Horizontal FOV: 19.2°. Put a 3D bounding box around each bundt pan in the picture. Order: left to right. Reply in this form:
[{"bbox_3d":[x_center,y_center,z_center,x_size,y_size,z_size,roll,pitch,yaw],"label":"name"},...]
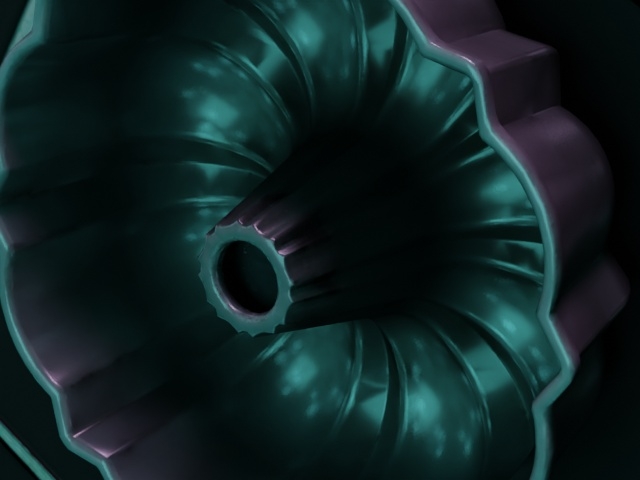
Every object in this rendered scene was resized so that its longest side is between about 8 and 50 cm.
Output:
[{"bbox_3d":[0.000,0.000,0.885,0.331,0.124,0.331,14,115,32],"label":"bundt pan"}]
